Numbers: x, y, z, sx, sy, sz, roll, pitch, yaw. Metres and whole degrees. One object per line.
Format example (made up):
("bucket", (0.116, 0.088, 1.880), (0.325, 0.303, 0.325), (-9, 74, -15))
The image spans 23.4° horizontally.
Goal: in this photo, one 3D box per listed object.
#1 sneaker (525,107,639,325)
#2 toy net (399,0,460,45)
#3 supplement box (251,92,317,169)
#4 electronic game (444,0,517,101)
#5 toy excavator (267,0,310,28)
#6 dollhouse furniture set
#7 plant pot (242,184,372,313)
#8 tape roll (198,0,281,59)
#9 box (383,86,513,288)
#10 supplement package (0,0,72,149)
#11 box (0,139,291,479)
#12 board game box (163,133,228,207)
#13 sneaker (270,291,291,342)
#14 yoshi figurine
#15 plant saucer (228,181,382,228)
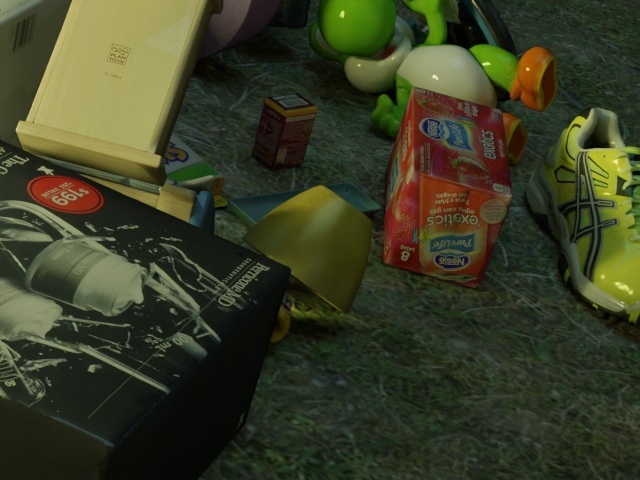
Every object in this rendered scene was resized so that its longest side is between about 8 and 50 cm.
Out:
("sneaker", (0.361, -0.030, 1.877), (0.145, 0.147, 0.384), (6, 30, -24))
("toy net", (0.133, -0.324, 2.245), (0.122, 0.232, 0.045), (29, 64, -6))
("supplement box", (-0.045, -0.135, 1.912), (0.055, 0.083, 0.043), (-13, 39, -44))
("electronic game", (0.216, -0.303, 2.251), (0.048, 0.229, 0.229), (-32, 44, -8))
("toy excavator", (-0.254, -0.476, 2.286), (0.445, 0.222, 0.433), (5, 17, -16))
("dollhouse furniture set", (-0.232, -0.126, 1.562), (0.286, 0.303, 0.198), (15, 69, 5))
("plant pot", (0.000, 0.000, 1.612), (0.134, 0.095, 0.134), (36, -3, 2))
("tape roll", (-0.182, -0.384, 2.089), (0.275, 0.274, 0.090), (28, 30, 20))
("box", (0.149, -0.068, 1.849), (0.123, 0.128, 0.257), (14, 28, -4))
("supplement package", (-0.397, -0.184, 1.676), (0.145, 0.204, 0.262), (21, 28, 9))
("box", (-0.241, 0.095, 1.278), (0.312, 0.179, 0.343), (24, 28, 11))
("board game box", (-0.225, -0.108, 1.821), (0.124, 0.039, 0.259), (-11, 41, -41))
("sneaker", (-0.128, 0.056, 1.510), (0.225, 0.088, 0.092), (3, 32, -25))
("yoshi figurine", (0.130, -0.251, 2.117), (0.362, 0.203, 0.203), (26, 35, 23))
("plant saucer", (-0.017, -0.037, 1.820), (0.192, 0.018, 0.067), (-11, 38, -41))
